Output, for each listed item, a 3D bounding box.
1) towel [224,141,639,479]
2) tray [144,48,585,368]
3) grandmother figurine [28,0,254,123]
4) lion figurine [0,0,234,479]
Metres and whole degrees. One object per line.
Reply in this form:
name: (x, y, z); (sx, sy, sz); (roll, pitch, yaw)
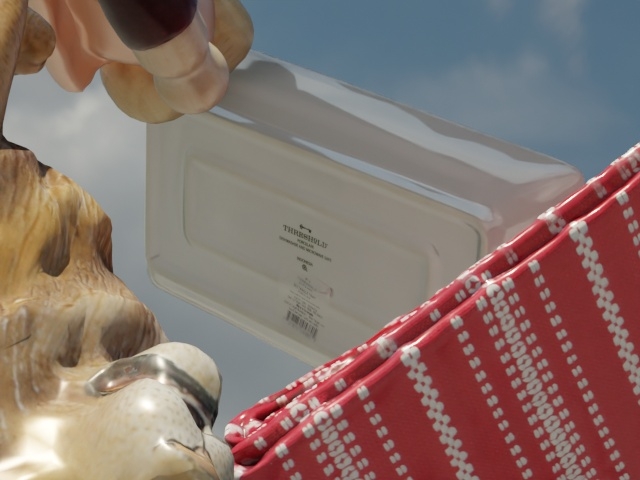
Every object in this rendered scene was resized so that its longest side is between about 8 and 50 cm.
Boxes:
towel: (0.117, 0.050, 0.575); (0.031, 0.275, 0.199); (39, -19, 56)
tray: (0.000, 0.000, 0.834); (0.270, 0.030, 0.145); (24, -59, 41)
grandmother figurine: (-0.099, -0.135, 0.679); (0.208, 0.104, 0.342); (49, -2, 14)
lion figurine: (-0.185, -0.041, 0.472); (0.392, 0.240, 0.142); (30, -36, -15)
